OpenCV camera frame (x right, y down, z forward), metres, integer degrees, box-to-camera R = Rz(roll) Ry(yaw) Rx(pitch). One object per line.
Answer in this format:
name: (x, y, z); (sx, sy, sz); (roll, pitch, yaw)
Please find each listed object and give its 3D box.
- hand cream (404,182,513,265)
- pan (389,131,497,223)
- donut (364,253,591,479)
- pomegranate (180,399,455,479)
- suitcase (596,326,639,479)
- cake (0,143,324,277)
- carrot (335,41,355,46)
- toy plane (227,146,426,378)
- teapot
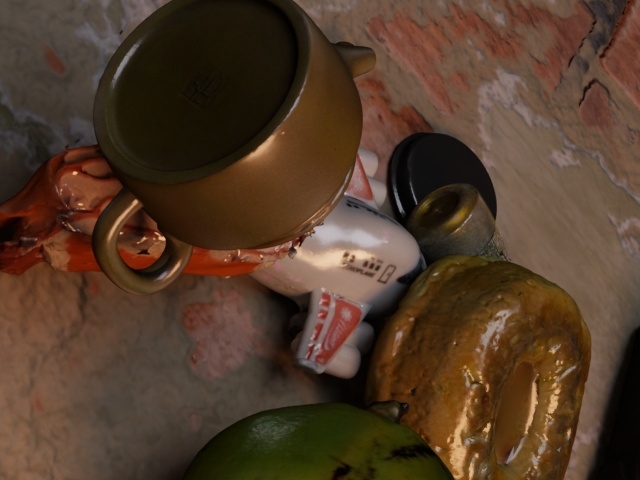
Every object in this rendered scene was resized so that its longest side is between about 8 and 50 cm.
hand cream: (0.164, 0.038, 1.680); (0.203, 0.084, 0.084); (51, 48, -29)
pan: (0.134, 0.000, 1.723); (0.136, 0.028, 0.235); (3, 72, -39)
donut: (0.140, 0.146, 1.560); (0.208, 0.128, 0.261); (1, 99, -43)
pomegranate: (-0.010, 0.281, 1.358); (0.260, 0.260, 0.340); (33, 58, -27)
suitcase: (0.464, 0.255, 1.825); (0.345, 0.188, 0.339); (39, 47, -22)
cake: (-0.132, -0.024, 1.376); (0.287, 0.135, 0.098); (-5, 73, -17)
carrot: (0.015, -0.153, 1.678); (0.032, 0.032, 0.093); (30, 61, -29)
toy plane: (-0.003, 0.001, 1.548); (0.252, 0.118, 0.252); (16, 66, -39)
teapot: (-0.061, -0.064, 1.296); (0.267, 0.185, 0.175); (-47, 139, -6)
